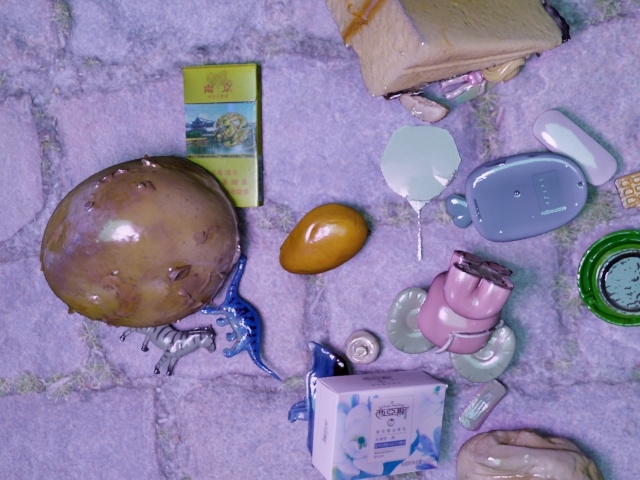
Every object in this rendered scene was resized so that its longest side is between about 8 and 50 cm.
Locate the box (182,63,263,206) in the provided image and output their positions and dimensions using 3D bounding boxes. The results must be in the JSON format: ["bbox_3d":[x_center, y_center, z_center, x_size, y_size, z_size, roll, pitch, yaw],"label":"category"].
[{"bbox_3d":[-0.232,-0.248,1.623,0.187,0.047,0.335,1,96,15],"label":"box"}]

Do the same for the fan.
[{"bbox_3d":[0.225,-0.108,1.542,0.182,0.010,0.310,2,94,14],"label":"fan"}]

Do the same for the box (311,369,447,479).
[{"bbox_3d":[0.130,0.408,1.509,0.274,0.116,0.203,1,98,-23],"label":"box"}]

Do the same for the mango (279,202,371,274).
[{"bbox_3d":[0.000,0.000,1.564,0.227,0.109,0.147,-28,114,15],"label":"mango"}]

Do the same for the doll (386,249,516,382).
[{"bbox_3d":[0.295,0.166,1.456,0.284,0.216,0.268,22,108,8],"label":"doll"}]

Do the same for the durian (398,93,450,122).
[{"bbox_3d":[0.225,-0.292,1.494,0.130,0.066,0.052,22,100,21],"label":"durian"}]

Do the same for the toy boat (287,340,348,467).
[{"bbox_3d":[-0.008,0.390,1.601,0.142,0.129,0.309,2,97,20],"label":"toy boat"}]

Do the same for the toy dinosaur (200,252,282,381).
[{"bbox_3d":[-0.203,0.204,1.657,0.144,0.076,0.329,-19,81,16],"label":"toy dinosaur"}]

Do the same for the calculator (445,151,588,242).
[{"bbox_3d":[0.418,-0.090,1.463,0.298,0.041,0.185,-13,102,23],"label":"calculator"}]

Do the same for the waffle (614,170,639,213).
[{"bbox_3d":[0.695,-0.108,1.420,0.135,0.021,0.092,-20,92,15],"label":"waffle"}]

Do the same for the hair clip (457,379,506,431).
[{"bbox_3d":[0.372,0.378,1.559,0.054,0.022,0.137,35,104,8],"label":"hair clip"}]

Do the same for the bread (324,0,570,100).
[{"bbox_3d":[0.248,-0.488,1.444,0.405,0.242,0.346,-9,74,-15],"label":"bread"}]

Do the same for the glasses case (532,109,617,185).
[{"bbox_3d":[0.537,-0.196,1.434,0.197,0.049,0.076,42,106,6],"label":"glasses case"}]

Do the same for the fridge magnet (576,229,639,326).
[{"bbox_3d":[0.647,0.081,1.420,0.208,0.088,0.208,2,97,14],"label":"fridge magnet"}]

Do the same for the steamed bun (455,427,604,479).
[{"bbox_3d":[0.462,0.592,1.462,0.324,0.230,0.372,-7,97,18],"label":"steamed bun"}]

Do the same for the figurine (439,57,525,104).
[{"bbox_3d":[0.347,-0.352,1.454,0.187,0.083,0.083,-17,92,22],"label":"figurine"}]

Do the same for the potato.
[{"bbox_3d":[-0.442,0.020,1.540,0.442,0.319,0.385,-42,76,24],"label":"potato"}]

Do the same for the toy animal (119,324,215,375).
[{"bbox_3d":[-0.380,0.246,1.709,0.217,0.073,0.176,37,98,12],"label":"toy animal"}]

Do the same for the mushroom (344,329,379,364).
[{"bbox_3d":[0.098,0.252,1.589,0.083,0.067,0.084,0,92,8],"label":"mushroom"}]
